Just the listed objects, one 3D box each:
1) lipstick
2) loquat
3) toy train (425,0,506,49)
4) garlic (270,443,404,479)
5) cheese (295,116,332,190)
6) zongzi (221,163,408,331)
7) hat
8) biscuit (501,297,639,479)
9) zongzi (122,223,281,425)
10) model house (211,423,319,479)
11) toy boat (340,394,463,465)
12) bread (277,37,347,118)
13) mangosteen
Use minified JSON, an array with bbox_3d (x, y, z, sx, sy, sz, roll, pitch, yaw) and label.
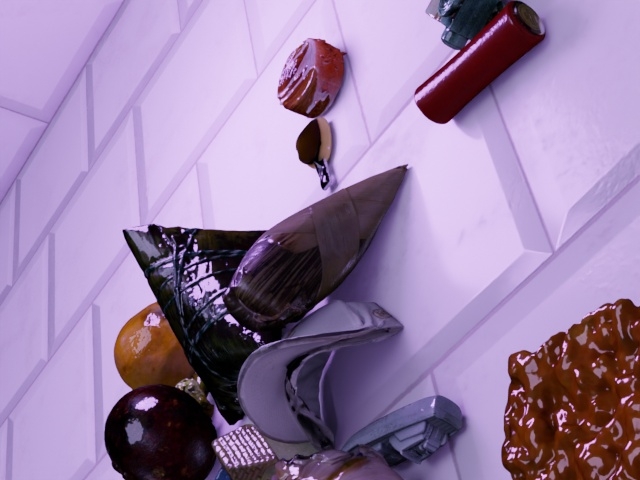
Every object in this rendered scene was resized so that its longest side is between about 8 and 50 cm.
[{"bbox_3d":[0.246,-0.275,1.789,0.241,0.080,0.080,-41,42,41],"label":"lipstick"},{"bbox_3d":[-0.342,0.226,2.405,0.234,0.176,0.187,-53,51,34],"label":"loquat"},{"bbox_3d":[0.265,-0.448,1.836,0.285,0.116,0.177,-63,19,16],"label":"toy train"},{"bbox_3d":[0.010,0.453,1.621,0.322,0.241,0.322,-52,21,29],"label":"garlic"},{"bbox_3d":[-0.003,-0.160,2.180,0.086,0.036,0.162,-47,38,31],"label":"cheese"},{"bbox_3d":[0.000,0.000,1.880,0.317,0.154,0.289,-46,0,23],"label":"zongzi"},{"bbox_3d":[-0.033,0.199,1.827,0.168,0.301,0.257,36,106,35],"label":"hat"},{"bbox_3d":[0.342,0.235,1.320,0.312,0.111,0.318,-39,43,41],"label":"biscuit"},{"bbox_3d":[-0.155,0.122,2.058,0.362,0.319,0.383,140,121,-64],"label":"zongzi"},{"bbox_3d":[-0.100,0.426,1.870,0.214,0.189,0.195,-63,29,12],"label":"model house"},{"bbox_3d":[0.105,0.306,1.702,0.260,0.078,0.085,-36,31,43],"label":"toy boat"},{"bbox_3d":[-0.017,-0.321,2.257,0.160,0.073,0.160,-41,38,44],"label":"bread"},{"bbox_3d":[-0.287,0.356,2.218,0.231,0.231,0.289,-17,32,55],"label":"mangosteen"}]
